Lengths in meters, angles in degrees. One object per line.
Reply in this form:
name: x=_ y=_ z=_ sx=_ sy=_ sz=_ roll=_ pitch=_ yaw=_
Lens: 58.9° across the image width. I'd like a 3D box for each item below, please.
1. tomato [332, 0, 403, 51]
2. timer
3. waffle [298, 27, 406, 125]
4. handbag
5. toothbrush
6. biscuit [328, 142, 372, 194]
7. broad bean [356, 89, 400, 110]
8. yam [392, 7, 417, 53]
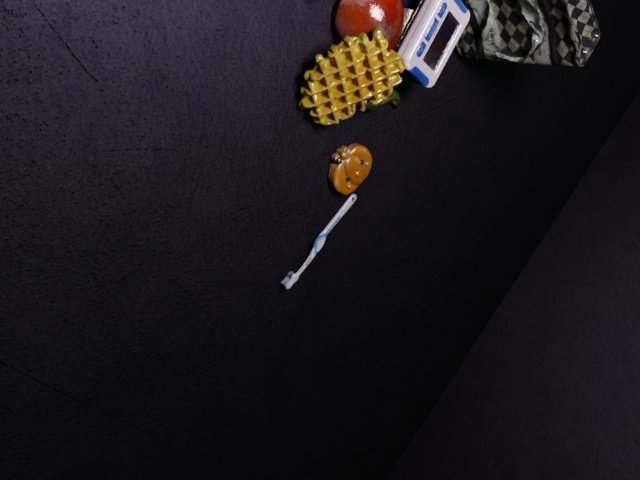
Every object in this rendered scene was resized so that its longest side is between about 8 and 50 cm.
tomato: x=0.154 y=-0.590 z=1.528 sx=0.227 sy=0.112 sz=0.199 roll=-4 pitch=129 yaw=-40
timer: x=0.320 y=-0.590 z=1.643 sx=0.178 sy=0.078 sz=0.254 roll=20 pitch=100 yaw=-52
waffle: x=0.089 y=-0.429 z=1.540 sx=0.283 sy=0.065 sz=0.309 roll=9 pitch=135 yaw=-36
handbag: x=0.585 y=-0.678 z=1.692 sx=0.316 sy=0.416 sz=0.180 roll=39 pitch=76 yaw=-50
toothbrush: x=0.003 y=0.002 z=1.842 sx=0.386 sy=0.040 sz=0.040 roll=-51 pitch=140 yaw=-7
biscuit: x=0.097 y=-0.227 z=1.777 sx=0.170 sy=0.050 sz=0.170 roll=-25 pitch=130 yaw=-33
broad bean: x=0.185 y=-0.432 z=1.737 sx=0.195 sy=0.046 sz=0.061 roll=-14 pitch=122 yaw=-41
yam: x=0.230 y=-0.591 z=1.663 sx=0.068 sy=0.068 sz=0.170 roll=3 pitch=109 yaw=-46
